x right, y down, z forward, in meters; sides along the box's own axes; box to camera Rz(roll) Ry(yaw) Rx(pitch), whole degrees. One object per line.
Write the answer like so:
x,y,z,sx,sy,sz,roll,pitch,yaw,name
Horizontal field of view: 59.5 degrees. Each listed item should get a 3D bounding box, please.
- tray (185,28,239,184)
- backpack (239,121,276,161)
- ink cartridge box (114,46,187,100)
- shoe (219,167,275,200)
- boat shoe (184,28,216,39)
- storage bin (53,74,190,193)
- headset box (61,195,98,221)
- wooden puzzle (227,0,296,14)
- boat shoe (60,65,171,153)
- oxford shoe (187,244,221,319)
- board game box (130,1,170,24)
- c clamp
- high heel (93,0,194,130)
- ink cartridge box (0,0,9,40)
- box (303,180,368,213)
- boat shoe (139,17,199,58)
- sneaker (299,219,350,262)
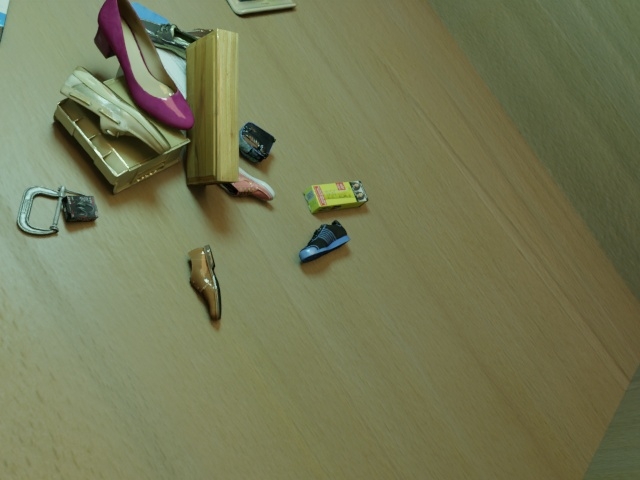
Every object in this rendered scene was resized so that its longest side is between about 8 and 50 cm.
-0.315,-0.369,1.608,0.076,0.203,0.410,-2,93,-38,tray
-0.222,-0.320,1.834,0.114,0.084,0.104,36,50,-21,backpack
-0.458,-0.498,1.742,0.197,0.114,0.273,51,49,-1,ink cartridge box
-0.233,-0.161,1.759,0.178,0.063,0.081,34,52,-10,shoe
-0.409,-0.686,1.912,0.207,0.073,0.073,-14,73,-47,boat shoe
-0.553,-0.300,1.564,0.262,0.123,0.260,52,49,-2,storage bin
-0.616,-0.082,1.445,0.083,0.032,0.062,-4,75,-52,headset box
-0.280,-1.051,2.193,0.322,0.080,0.347,-30,85,-41,wooden puzzle
-0.527,-0.316,1.452,0.302,0.109,0.098,40,89,-12,boat shoe
-0.319,0.122,1.551,0.076,0.076,0.212,-14,75,-9,oxford shoe
-0.575,-0.693,1.822,0.169,0.033,0.133,25,59,-17,board game box
-0.683,-0.079,1.415,0.137,0.022,0.160,20,55,-26,c clamp
-0.463,-0.475,1.517,0.377,0.181,0.127,45,48,-7,high heel
-0.923,-0.666,1.524,0.134,0.078,0.230,12,60,-31,ink cartridge box
0.057,-0.155,1.962,0.233,0.058,0.087,-9,73,-38,box
-0.452,-0.619,1.689,0.224,0.073,0.080,22,52,-21,boat shoe
0.000,0.000,1.829,0.232,0.081,0.090,-23,78,-48,sneaker
